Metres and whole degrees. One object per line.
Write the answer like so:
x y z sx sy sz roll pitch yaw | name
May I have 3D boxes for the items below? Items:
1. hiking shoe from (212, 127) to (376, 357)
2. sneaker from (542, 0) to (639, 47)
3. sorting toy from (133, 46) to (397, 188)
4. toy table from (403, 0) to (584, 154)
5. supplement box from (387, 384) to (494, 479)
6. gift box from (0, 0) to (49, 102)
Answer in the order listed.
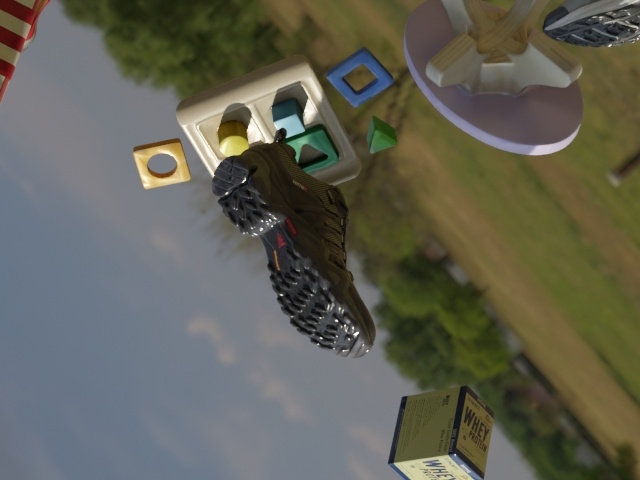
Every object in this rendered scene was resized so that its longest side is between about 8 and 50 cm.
0.000 0.000 1.560 0.086 0.114 0.227 -25 98 49 | hiking shoe
0.368 -0.307 1.909 0.100 0.271 0.108 11 -120 -41 | sneaker
-0.063 -0.118 2.060 0.047 0.347 0.196 -98 -16 -50 | sorting toy
0.230 -0.251 2.128 0.274 0.252 0.161 31 157 14 | toy table
0.124 0.202 1.691 0.056 0.083 0.083 45 -135 -36 | supplement box
-0.357 -0.192 1.308 0.258 0.255 0.276 25 173 -26 | gift box
